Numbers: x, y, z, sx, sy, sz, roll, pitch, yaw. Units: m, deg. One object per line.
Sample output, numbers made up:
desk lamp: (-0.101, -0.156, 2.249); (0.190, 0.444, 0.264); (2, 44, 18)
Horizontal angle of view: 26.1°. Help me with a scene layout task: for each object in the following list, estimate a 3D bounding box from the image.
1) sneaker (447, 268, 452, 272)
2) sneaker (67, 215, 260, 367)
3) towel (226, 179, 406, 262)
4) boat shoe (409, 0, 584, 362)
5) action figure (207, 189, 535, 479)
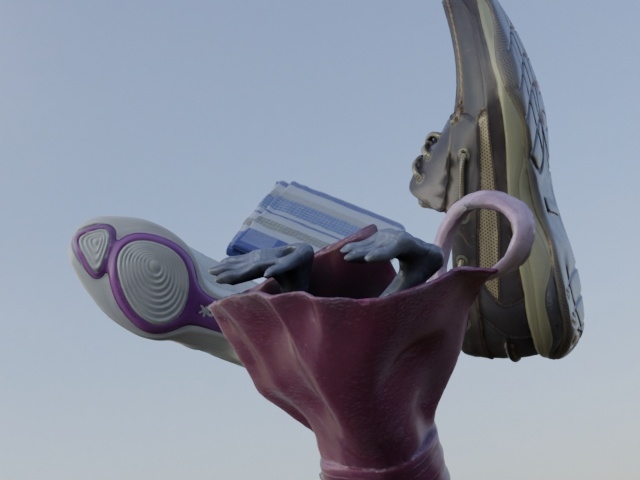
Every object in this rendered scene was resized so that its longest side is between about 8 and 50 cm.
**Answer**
sneaker: (0.246, 0.027, 1.856); (0.098, 0.083, 0.224); (30, -65, -10)
sneaker: (-0.137, 0.074, 1.495); (0.305, 0.114, 0.152); (28, -11, -10)
towel: (0.000, 0.000, 1.905); (0.209, 0.034, 0.285); (21, 23, 6)
boat shoe: (0.143, -0.061, 1.253); (0.130, 0.355, 0.132); (-13, -13, 17)
action figure: (0.050, 0.168, 1.105); (0.275, 0.370, 0.248); (-23, 13, -18)
